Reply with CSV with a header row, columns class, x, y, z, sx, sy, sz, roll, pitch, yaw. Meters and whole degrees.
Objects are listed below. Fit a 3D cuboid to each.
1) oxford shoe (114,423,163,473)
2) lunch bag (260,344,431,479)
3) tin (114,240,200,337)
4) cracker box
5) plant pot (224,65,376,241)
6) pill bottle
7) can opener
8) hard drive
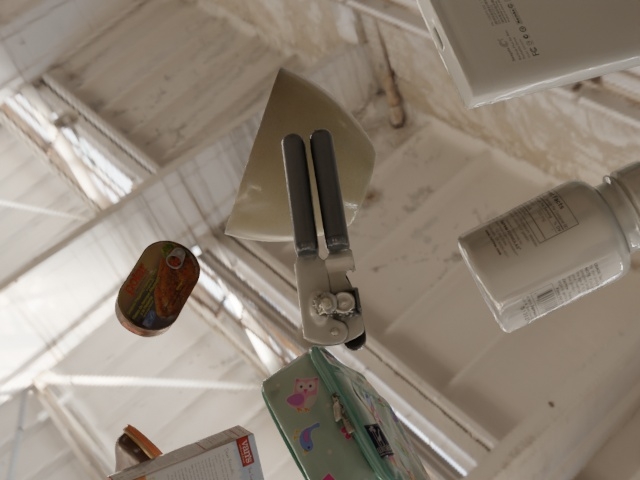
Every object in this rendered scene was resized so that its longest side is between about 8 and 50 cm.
class,x,y,z,sx,sy,sz,roll,pitch,yaw
oxford shoe,-0.319,0.468,1.521,0.130,0.363,0.133,29,-132,33
lunch bag,0.041,0.252,1.092,0.108,0.279,0.224,-31,-120,5
tin,-0.275,0.080,1.467,0.106,0.040,0.189,33,-133,-9
cracker box,-0.203,0.409,1.384,0.232,0.155,0.067,-16,-170,-26
plant pot,-0.020,-0.115,1.405,0.191,0.284,0.284,19,-132,-6
pill bottle,0.288,0.003,1.020,0.229,0.131,0.131,-27,-137,6
can opener,0.000,0.000,1.083,0.074,0.093,0.280,-9,-104,1
hard drive,0.285,-0.287,1.074,0.308,0.040,0.203,-15,-111,-12
